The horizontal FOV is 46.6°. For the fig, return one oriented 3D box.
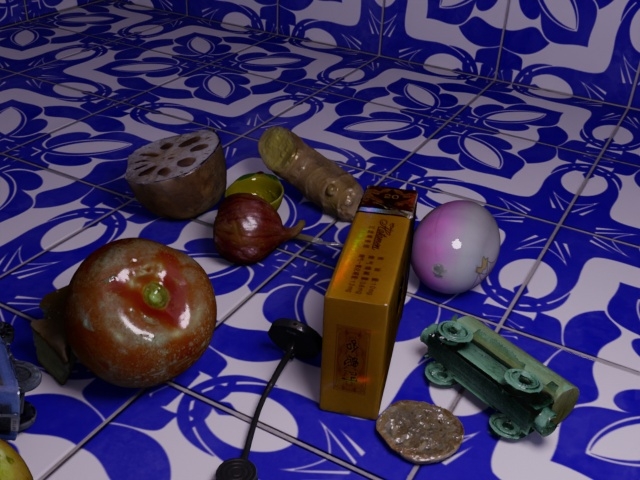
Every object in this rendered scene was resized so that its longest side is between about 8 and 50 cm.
[{"bbox_3d":[-0.141,-0.024,1.703,0.207,0.175,0.175,12,31,-4],"label":"fig"}]

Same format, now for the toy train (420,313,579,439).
[{"bbox_3d":[0.326,0.231,1.348,0.189,0.126,0.307,-20,37,-32],"label":"toy train"}]

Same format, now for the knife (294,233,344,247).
[{"bbox_3d":[0.000,0.003,1.722,0.298,0.017,0.047,13,4,43],"label":"knife"}]

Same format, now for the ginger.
[{"bbox_3d":[-0.019,-0.173,1.929,0.354,0.126,0.190,40,10,7],"label":"ginger"}]

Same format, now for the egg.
[{"bbox_3d":[0.304,0.011,1.650,0.196,0.196,0.271,20,20,26],"label":"egg"}]

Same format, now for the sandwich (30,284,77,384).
[{"bbox_3d":[-0.496,0.169,1.422,0.088,0.090,0.244,4,34,-6],"label":"sandwich"}]

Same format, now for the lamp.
[{"bbox_3d":[-0.099,0.262,1.280,0.130,0.108,0.371,15,34,17],"label":"lamp"}]

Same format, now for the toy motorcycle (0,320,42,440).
[{"bbox_3d":[-0.609,0.224,1.265,0.212,0.125,0.358,0,23,-34],"label":"toy motorcycle"}]

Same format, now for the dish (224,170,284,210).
[{"bbox_3d":[-0.166,-0.096,1.888,0.148,0.080,0.208,4,33,6],"label":"dish"}]

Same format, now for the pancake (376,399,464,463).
[{"bbox_3d":[0.172,0.325,1.280,0.151,0.025,0.151,1,32,-1],"label":"pancake"}]

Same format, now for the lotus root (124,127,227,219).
[{"bbox_3d":[-0.352,-0.152,1.868,0.272,0.192,0.272,-6,39,5],"label":"lotus root"}]

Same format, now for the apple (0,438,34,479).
[{"bbox_3d":[-0.500,0.358,0.963,0.246,0.226,0.246,14,42,-13],"label":"apple"}]

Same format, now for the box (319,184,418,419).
[{"bbox_3d":[0.099,0.097,1.419,0.115,0.264,0.415,8,31,11],"label":"box"}]

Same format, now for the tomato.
[{"bbox_3d":[-0.332,0.136,1.345,0.270,0.222,0.270,18,52,-25],"label":"tomato"}]
